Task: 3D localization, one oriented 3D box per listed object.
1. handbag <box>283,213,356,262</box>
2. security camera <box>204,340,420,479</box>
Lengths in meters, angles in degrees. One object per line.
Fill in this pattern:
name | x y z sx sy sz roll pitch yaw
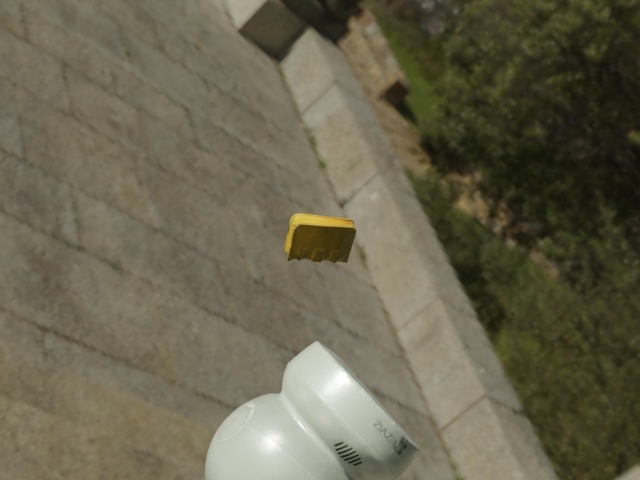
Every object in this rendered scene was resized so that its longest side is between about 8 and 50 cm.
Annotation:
handbag | 0.000 0.000 1.488 0.083 0.061 0.027 5 32 -16
security camera | -0.024 0.260 1.408 0.194 0.236 0.194 45 -2 2
